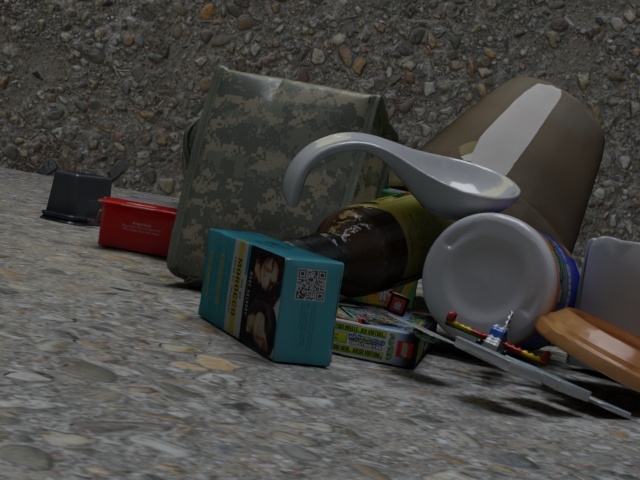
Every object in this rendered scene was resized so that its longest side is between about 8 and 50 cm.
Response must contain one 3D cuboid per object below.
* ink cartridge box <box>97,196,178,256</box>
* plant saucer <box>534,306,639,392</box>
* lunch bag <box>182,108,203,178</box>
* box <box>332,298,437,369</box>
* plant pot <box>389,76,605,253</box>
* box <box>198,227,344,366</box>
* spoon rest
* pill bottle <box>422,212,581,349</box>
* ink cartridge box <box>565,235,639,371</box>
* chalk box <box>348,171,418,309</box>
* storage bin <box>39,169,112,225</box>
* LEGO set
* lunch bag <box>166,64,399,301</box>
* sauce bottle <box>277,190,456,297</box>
[{"bbox_3d":[-0.268,-0.022,2.035,0.134,0.078,0.231,10,4,5],"label":"ink cartridge box"},{"bbox_3d":[0.317,0.120,1.321,0.200,0.037,0.200,26,6,-3],"label":"plant saucer"},{"bbox_3d":[-0.107,-0.105,2.001,0.256,0.213,0.305,54,0,-7],"label":"lunch bag"},{"bbox_3d":[0.061,0.098,1.385,0.114,0.036,0.207,11,4,9],"label":"box"},{"bbox_3d":[0.287,-0.085,1.965,0.323,0.280,0.323,33,-18,12],"label":"plant pot"},{"bbox_3d":[-0.056,0.052,1.295,0.060,0.100,0.244,6,4,-23],"label":"box"},{"bbox_3d":[0.098,-0.075,1.469,0.277,0.084,0.137,2,23,-16],"label":"spoon rest"},{"bbox_3d":[0.227,0.055,1.519,0.152,0.152,0.272,11,-1,21],"label":"pill bottle"},{"bbox_3d":[0.516,0.104,1.534,0.279,0.160,0.385,13,4,43],"label":"ink cartridge box"},{"bbox_3d":[0.063,-0.020,1.816,0.132,0.213,0.132,8,5,-41],"label":"chalk box"},{"bbox_3d":[-0.432,-0.076,2.338,0.098,0.091,0.135,12,5,27],"label":"storage bin"},{"bbox_3d":[0.171,0.094,1.256,0.182,0.060,0.244,23,0,-35],"label":"LEGO set"},{"bbox_3d":[-0.050,-0.053,1.660,0.235,0.286,0.169,12,-16,16],"label":"lunch bag"},{"bbox_3d":[0.068,0.005,1.516,0.111,0.111,0.344,13,16,37],"label":"sauce bottle"}]
